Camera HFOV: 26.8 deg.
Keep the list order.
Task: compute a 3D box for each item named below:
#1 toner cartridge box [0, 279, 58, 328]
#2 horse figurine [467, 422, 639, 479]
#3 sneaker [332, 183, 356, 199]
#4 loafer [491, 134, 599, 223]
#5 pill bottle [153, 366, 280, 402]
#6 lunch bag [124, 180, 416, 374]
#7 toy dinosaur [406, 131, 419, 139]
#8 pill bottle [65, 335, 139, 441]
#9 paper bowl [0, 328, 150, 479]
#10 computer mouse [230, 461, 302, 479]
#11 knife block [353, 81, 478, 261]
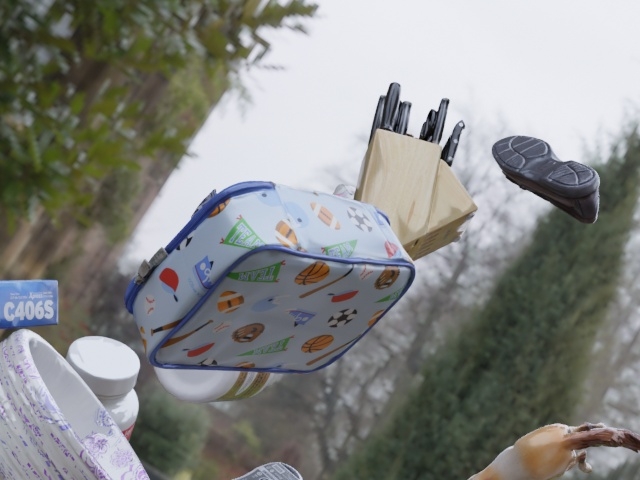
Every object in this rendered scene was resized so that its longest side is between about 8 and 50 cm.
[{"bbox_3d":[-0.562,0.097,1.997,0.165,0.075,0.348,-2,-2,26],"label":"toner cartridge box"},{"bbox_3d":[0.246,0.272,1.569,0.174,0.263,0.066,15,46,-56],"label":"horse figurine"},{"bbox_3d":[0.000,0.000,2.080,0.103,0.111,0.252,24,-41,-33],"label":"sneaker"},{"bbox_3d":[0.420,-0.113,2.526,0.302,0.109,0.095,40,-29,58],"label":"loafer"},{"bbox_3d":[-0.135,0.166,1.930,0.131,0.131,0.229,27,4,20],"label":"pill bottle"},{"bbox_3d":[-0.060,0.052,1.470,0.303,0.243,0.115,11,44,-46],"label":"lunch bag"},{"bbox_3d":[0.153,-0.134,2.399,0.064,0.112,0.211,25,10,17],"label":"toy dinosaur"},{"bbox_3d":[-0.431,0.338,2.434,0.176,0.319,0.176,16,27,-8],"label":"pill bottle"},{"bbox_3d":[-0.321,0.256,1.563,0.284,0.148,0.284,53,-1,2],"label":"paper bowl"},{"bbox_3d":[-0.105,0.372,1.918,0.193,0.042,0.106,-13,36,-40],"label":"computer mouse"},{"bbox_3d":[0.087,-0.089,1.823,0.242,0.275,0.088,55,-26,19],"label":"knife block"}]
